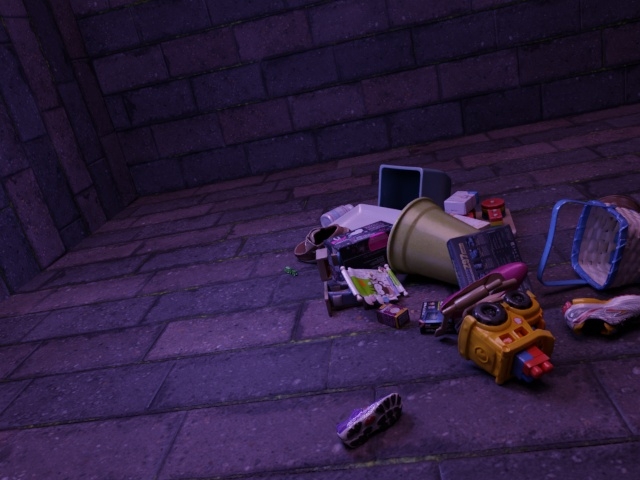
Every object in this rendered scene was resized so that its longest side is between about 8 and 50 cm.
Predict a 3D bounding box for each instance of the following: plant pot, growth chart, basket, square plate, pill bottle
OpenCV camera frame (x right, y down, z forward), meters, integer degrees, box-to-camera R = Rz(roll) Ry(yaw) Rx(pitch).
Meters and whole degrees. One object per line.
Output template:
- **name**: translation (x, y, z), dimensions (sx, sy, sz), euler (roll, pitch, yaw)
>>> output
- **plant pot**: translation (0.401, 0.026, 1.697), dimensions (0.276, 0.276, 0.254), euler (-28, 38, -34)
- **growth chart**: translation (0.172, 0.137, 1.655), dimensions (0.237, 0.021, 0.172), euler (2, 38, -39)
- **plant pot**: translation (0.924, -0.031, 1.641), dimensions (0.167, 0.167, 0.165), euler (-3, 31, 25)
- **basket**: translation (0.773, 0.016, 1.482), dimensions (0.289, 0.255, 0.201), euler (2, 22, -11)
- **square plate**: translation (0.161, -0.031, 2.155), dimensions (0.347, 0.049, 0.344), euler (-36, 29, -26)
- **plant pot**: translation (0.422, -0.195, 2.237), dimensions (0.252, 0.248, 0.247), euler (-7, 14, -36)
- **pill bottle**: translation (0.084, -0.108, 2.404), dimensions (0.160, 0.087, 0.087), euler (-28, 26, -34)

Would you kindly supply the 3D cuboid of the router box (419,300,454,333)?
- **router box**: translation (0.335, 0.218, 1.502), dimensions (0.092, 0.038, 0.122), euler (-5, 23, 18)

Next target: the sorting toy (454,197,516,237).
- **sorting toy**: translation (0.608, -0.084, 2.036), dimensions (0.257, 0.089, 0.255), euler (-7, 22, 16)

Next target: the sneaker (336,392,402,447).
- **sneaker**: translation (0.108, 0.388, 1.172), dimensions (0.170, 0.068, 0.071), euler (-23, 17, -23)

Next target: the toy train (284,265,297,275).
- **toy train**: translation (-0.116, 0.117, 2.039), dimensions (0.017, 0.024, 0.083), euler (-26, 25, -30)

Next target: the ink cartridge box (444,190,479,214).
- **ink cartridge box**: translation (0.547, -0.147, 2.032), dimensions (0.088, 0.052, 0.122), euler (6, 29, 40)

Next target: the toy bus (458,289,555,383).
- **toy bus**: translation (0.474, 0.241, 1.243), dimensions (0.220, 0.149, 0.211), euler (-19, 35, -22)

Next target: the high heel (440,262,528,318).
- **high heel**: translation (0.427, 0.130, 1.380), dimensions (0.244, 0.082, 0.117), euler (-32, -22, 26)

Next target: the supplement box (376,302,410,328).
- **supplement box**: translation (0.215, 0.222, 1.555), dimensions (0.055, 0.043, 0.083), euler (-30, 26, -34)

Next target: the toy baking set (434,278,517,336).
- **toy baking set**: translation (0.396, 0.182, 1.347), dimensions (0.256, 0.197, 0.030), euler (-31, 53, 13)

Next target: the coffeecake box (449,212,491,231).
- **coffeecake box**: translation (0.504, -0.004, 1.819), dimensions (0.068, 0.142, 0.185), euler (-22, 22, -23)

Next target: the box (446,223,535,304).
- **box**: translation (0.484, 0.086, 1.501), dimensions (0.183, 0.233, 0.059), euler (-14, -15, -3)

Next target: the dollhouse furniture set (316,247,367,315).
- **dollhouse furniture set**: translation (0.068, 0.125, 1.689), dimensions (0.129, 0.184, 0.129), euler (-12, 22, 4)

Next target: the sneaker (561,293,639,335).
- **sneaker**: translation (0.726, 0.196, 1.296), dimensions (0.225, 0.088, 0.093), euler (-7, 42, 15)

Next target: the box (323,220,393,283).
- **box**: translation (0.159, 0.048, 1.864), dimensions (0.247, 0.163, 0.142), euler (-19, 18, -17)

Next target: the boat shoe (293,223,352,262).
- **boat shoe**: translation (0.000, 0.000, 2.030), dimensions (0.324, 0.116, 0.123), euler (-19, 43, 45)
